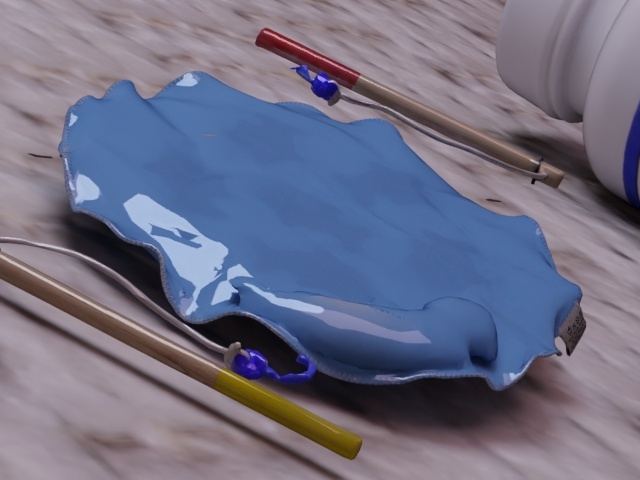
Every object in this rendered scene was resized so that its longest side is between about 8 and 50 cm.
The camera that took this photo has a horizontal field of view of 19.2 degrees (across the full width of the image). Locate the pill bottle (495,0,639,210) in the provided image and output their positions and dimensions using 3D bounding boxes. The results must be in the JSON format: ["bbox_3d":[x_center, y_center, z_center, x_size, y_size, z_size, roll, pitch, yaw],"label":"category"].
[{"bbox_3d":[0.223,-0.060,0.906,0.272,0.152,0.152,33,20,29],"label":"pill bottle"}]

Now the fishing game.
[{"bbox_3d":[0.000,0.000,0.646,0.189,0.041,0.264,25,26,6],"label":"fishing game"}]
